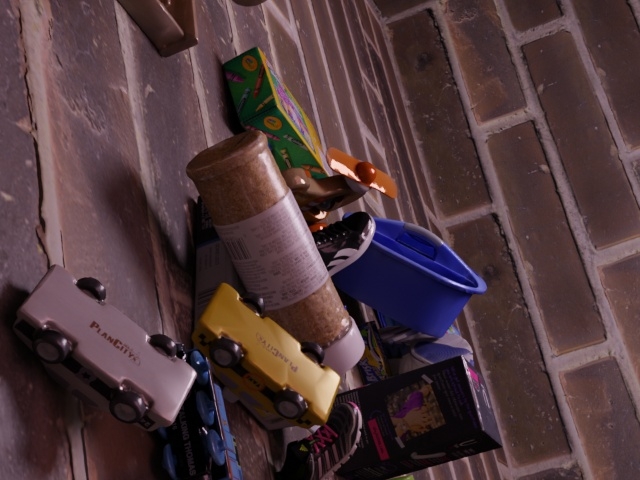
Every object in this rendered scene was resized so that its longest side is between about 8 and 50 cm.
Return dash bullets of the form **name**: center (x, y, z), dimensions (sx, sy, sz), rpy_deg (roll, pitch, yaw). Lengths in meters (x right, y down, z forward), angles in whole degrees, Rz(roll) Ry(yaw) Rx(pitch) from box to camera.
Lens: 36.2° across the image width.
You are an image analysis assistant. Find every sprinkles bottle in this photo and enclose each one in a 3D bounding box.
- **sprinkles bottle**: center (-0.059, 0.028, 1.362), dimensions (0.121, 0.121, 0.355), rpy_deg (-74, 142, -66)

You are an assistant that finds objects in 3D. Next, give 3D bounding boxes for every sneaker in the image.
- **sneaker**: center (0.221, 0.294, 2.096), dimensions (0.315, 0.127, 0.182), rpy_deg (10, -66, 62)
- **sneaker**: center (-0.006, 0.305, 1.424), dimensions (0.075, 0.170, 0.063), rpy_deg (36, 0, -44)
- **sneaker**: center (0.000, 0.000, 1.712), dimensions (0.079, 0.217, 0.121), rpy_deg (31, -22, 46)

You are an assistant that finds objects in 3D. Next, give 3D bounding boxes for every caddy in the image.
- **caddy**: center (0.185, 0.055, 2.086), dimensions (0.341, 0.179, 0.241), rpy_deg (27, 13, 6)

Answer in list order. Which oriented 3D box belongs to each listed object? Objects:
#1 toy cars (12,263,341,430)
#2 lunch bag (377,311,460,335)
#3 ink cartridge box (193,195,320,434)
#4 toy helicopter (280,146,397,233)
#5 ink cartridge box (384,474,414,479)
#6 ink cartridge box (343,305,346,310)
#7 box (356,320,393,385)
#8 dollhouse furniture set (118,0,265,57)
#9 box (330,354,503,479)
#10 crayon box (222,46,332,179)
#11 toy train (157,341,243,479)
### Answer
- **toy cars**: center (-0.150, 0.132, 1.052), dimensions (0.393, 0.087, 0.176), rpy_deg (9, 50, -42)
- **lunch bag**: center (0.212, 0.174, 2.435), dimensions (0.293, 0.138, 0.221), rpy_deg (59, 18, -5)
- **ink cartridge box**: center (-0.093, 0.122, 1.487), dimensions (0.307, 0.072, 0.304), rpy_deg (59, 17, -44)
- **toy helicopter**: center (-0.004, -0.087, 1.738), dimensions (0.355, 0.235, 0.140), rpy_deg (9, 63, -73)
- **ink cartridge box**: center (0.100, 0.516, 1.499), dimensions (0.188, 0.097, 0.255), rpy_deg (-12, 83, -54)
- **ink cartridge box**: center (0.013, 0.177, 1.639), dimensions (0.207, 0.046, 0.097), rpy_deg (111, -25, -74)
- **box**: center (0.111, 0.257, 2.063), dimensions (0.059, 0.054, 0.169), rpy_deg (8, 64, -74)
- **dollhouse furniture set**: center (-0.133, -0.481, 1.465), dimensions (0.256, 0.394, 0.362), rpy_deg (51, 24, -53)
- **box**: center (0.164, 0.324, 1.740), dimensions (0.165, 0.270, 0.143), rpy_deg (44, 30, -60)
- **crayon box**: center (-0.079, -0.225, 1.910), dimensions (0.278, 0.081, 0.165), rpy_deg (50, 17, -52)
- **toy train**: center (-0.148, 0.212, 1.152), dimensions (0.105, 0.080, 0.184), rpy_deg (60, 13, -63)
